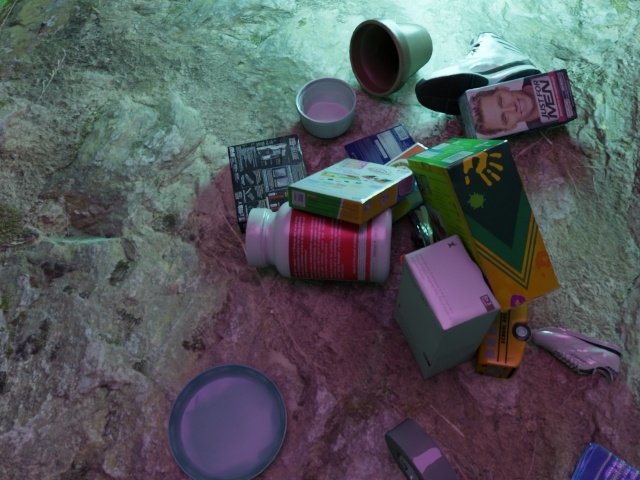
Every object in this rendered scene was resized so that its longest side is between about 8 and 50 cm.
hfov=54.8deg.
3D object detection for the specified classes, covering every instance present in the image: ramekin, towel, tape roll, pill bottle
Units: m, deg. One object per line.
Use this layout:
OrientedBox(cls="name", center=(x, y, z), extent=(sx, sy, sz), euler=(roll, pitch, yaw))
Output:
OrientedBox(cls="ramekin", center=(0.021, -0.448, 2.118), extent=(0.207, 0.109, 0.207), euler=(-1, 60, 3))
OrientedBox(cls="towel", center=(0.747, 0.672, 1.462), extent=(0.335, 0.040, 0.243), euler=(32, 68, 20))
OrientedBox(cls="tape roll", center=(0.245, 0.537, 1.471), extent=(0.072, 0.219, 0.219), euler=(-31, 63, -14))
OrientedBox(cls="pill bottle", center=(0.000, 0.000, 1.792), extent=(0.407, 0.229, 0.229), euler=(2, 60, 5))

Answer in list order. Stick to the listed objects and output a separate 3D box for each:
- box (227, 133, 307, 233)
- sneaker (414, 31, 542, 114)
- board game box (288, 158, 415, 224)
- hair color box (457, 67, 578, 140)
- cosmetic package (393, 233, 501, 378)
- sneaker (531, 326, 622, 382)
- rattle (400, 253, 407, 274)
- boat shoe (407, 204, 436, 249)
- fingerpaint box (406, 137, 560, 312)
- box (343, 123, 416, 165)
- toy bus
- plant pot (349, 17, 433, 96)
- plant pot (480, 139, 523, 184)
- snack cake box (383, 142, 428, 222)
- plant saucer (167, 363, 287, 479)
OrientedBox(cls="box", center=(-0.164, -0.190, 2.001), extent=(0.242, 0.077, 0.308), euler=(-11, 60, -3))
OrientedBox(cls="sneaker", center=(0.516, -0.590, 2.157), extent=(0.447, 0.169, 0.258), euler=(-9, 51, -10))
OrientedBox(cls="board game box", center=(0.096, -0.149, 1.762), extent=(0.242, 0.064, 0.316), euler=(16, 29, 31))
OrientedBox(cls="hair color box", center=(0.645, -0.435, 2.028), extent=(0.346, 0.105, 0.174), euler=(-14, 90, -4))
OrientedBox(cls="cosmetic package", center=(0.307, 0.181, 1.575), extent=(0.156, 0.385, 0.217), euler=(-21, 60, -8))
OrientedBox(cls="sneaker", center=(0.683, 0.302, 1.656), extent=(0.234, 0.090, 0.095), euler=(15, 72, 14))
OrientedBox(cls="rattle", center=(0.293, 0.091, 1.733), extent=(0.142, 0.200, 0.130), euler=(8, 59, 9))
OrientedBox(cls="boat shoe", center=(0.307, -0.013, 1.863), extent=(0.073, 0.080, 0.224), euler=(-14, 47, 11))
OrientedBox(cls="fingerpaint box", center=(0.403, -0.065, 1.596), extent=(0.163, 0.445, 0.371), euler=(-23, 100, 1))
OrientedBox(cls="box", center=(0.203, -0.297, 2.059), extent=(0.225, 0.037, 0.137), euler=(-20, 60, -9))
OrientedBox(cls="toy bus", center=(0.509, 0.206, 1.708), extent=(0.130, 0.108, 0.333), euler=(7, 61, 10))
OrientedBox(cls="plant pot", center=(0.266, -0.663, 2.162), extent=(0.229, 0.263, 0.263), euler=(-28, 61, -31))
OrientedBox(cls="plant pot", center=(0.478, -0.170, 1.888), extent=(0.188, 0.205, 0.205), euler=(-43, 65, -1))
OrientedBox(cls="snack cake box", center=(0.262, -0.181, 1.938), extent=(0.264, 0.089, 0.152), euler=(-34, 46, -14))
OrientedBox(cls="plant saucer", center=(-0.244, 0.487, 1.638), extent=(0.317, 0.044, 0.318), euler=(-2, 60, 4))
